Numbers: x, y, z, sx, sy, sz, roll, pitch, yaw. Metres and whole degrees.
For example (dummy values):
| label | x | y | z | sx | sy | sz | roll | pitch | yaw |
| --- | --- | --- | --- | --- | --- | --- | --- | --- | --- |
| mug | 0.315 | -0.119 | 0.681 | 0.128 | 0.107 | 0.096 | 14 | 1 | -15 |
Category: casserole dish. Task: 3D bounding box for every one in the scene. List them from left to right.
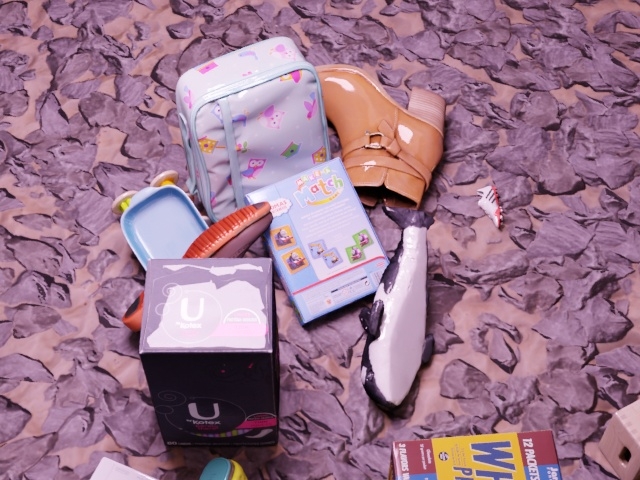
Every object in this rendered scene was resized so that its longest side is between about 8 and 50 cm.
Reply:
| label | x | y | z | sx | sy | sz | roll | pitch | yaw |
| --- | --- | --- | --- | --- | --- | --- | --- | --- | --- |
| casserole dish | -0.220 | 0.006 | 1.635 | 0.114 | 0.037 | 0.188 | -33 | 86 | -4 |

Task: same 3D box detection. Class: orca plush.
| label | x | y | z | sx | sy | sz | roll | pitch | yaw |
| --- | --- | --- | --- | --- | --- | --- | --- | --- | --- |
| orca plush | 0.086 | 0.094 | 1.561 | 0.102 | 0.151 | 0.287 | -4 | 84 | 39 |

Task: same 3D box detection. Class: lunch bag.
| label | x | y | z | sx | sy | sz | roll | pitch | yaw |
| --- | --- | --- | --- | --- | --- | --- | --- | --- | --- |
| lunch bag | -0.104 | -0.153 | 1.645 | 0.224 | 0.279 | 0.108 | -23 | 48 | -16 |

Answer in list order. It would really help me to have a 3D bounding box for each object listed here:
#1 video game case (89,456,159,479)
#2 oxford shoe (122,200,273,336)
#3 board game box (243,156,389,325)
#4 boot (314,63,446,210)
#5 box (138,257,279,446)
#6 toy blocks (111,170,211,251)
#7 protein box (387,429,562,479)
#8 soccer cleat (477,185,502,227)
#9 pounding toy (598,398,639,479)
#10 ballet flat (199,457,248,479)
| label | x | y | z | sx | sy | sz | roll | pitch | yaw |
| --- | --- | --- | --- | --- | --- | --- | --- | --- | --- |
| video game case | -0.253 | 0.377 | 1.427 | 0.157 | 0.019 | 0.143 | 20 | 58 | 13 |
| oxford shoe | -0.160 | 0.053 | 1.579 | 0.271 | 0.097 | 0.098 | -43 | 106 | 0 |
| board game box | 0.000 | 0.000 | 1.629 | 0.160 | 0.039 | 0.212 | -23 | 83 | -15 |
| boot | 0.058 | -0.161 | 1.763 | 0.283 | 0.109 | 0.220 | 16 | 60 | 2 |
| box | -0.138 | 0.154 | 1.429 | 0.165 | 0.270 | 0.143 | -1 | 55 | 0 |
| toy blocks | -0.239 | -0.023 | 1.684 | 0.123 | 0.054 | 0.148 | -30 | 67 | -15 |
| protein box | 0.188 | 0.344 | 1.337 | 0.199 | 0.201 | 0.136 | -4 | 55 | -3 |
| soccer cleat | 0.269 | -0.053 | 1.721 | 0.035 | 0.029 | 0.083 | -8 | 52 | 5 |
| pounding toy | 0.445 | 0.265 | 1.428 | 0.130 | 0.141 | 0.100 | -24 | 59 | -15 |
| ballet flat | -0.155 | 0.388 | 1.384 | 0.077 | 0.077 | 0.231 | 1 | 46 | 36 |
